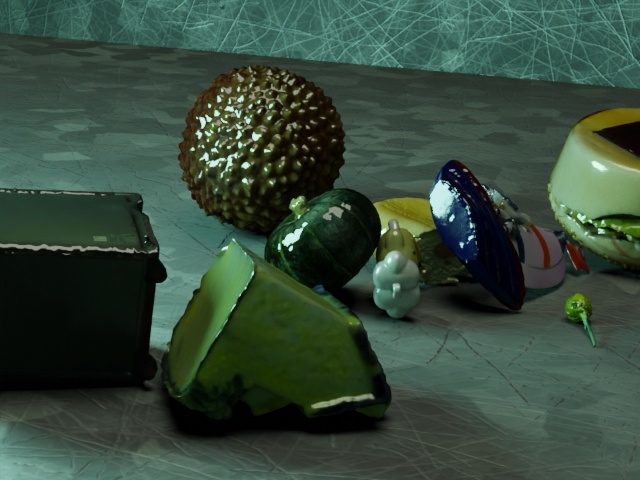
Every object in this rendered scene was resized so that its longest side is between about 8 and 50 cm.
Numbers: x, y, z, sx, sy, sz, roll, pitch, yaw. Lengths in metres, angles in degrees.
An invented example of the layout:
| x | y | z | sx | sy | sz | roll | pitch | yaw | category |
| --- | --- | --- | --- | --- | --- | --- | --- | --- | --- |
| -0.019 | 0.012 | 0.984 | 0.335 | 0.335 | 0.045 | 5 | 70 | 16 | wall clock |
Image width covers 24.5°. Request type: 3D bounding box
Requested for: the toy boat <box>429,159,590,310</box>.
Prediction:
| x | y | z | sx | sy | sz | roll | pitch | yaw | category |
| --- | --- | --- | --- | --- | --- | --- | --- | --- | --- |
| 0.264 | 0.017 | 1.998 | 0.318 | 0.072 | 0.219 | 33 | 36 | -33 | toy boat |

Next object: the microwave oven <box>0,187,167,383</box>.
| x | y | z | sx | sy | sz | roll | pitch | yaw | category |
| --- | --- | --- | --- | --- | --- | --- | --- | --- | --- |
| -0.305 | 0.057 | 1.609 | 0.247 | 0.188 | 0.178 | 3 | 20 | -16 | microwave oven |

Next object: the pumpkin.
| x | y | z | sx | sy | sz | roll | pitch | yaw | category |
| --- | --- | --- | --- | --- | --- | --- | --- | --- | --- |
| 0.002 | 0.003 | 1.917 | 0.125 | 0.167 | 0.167 | 32 | 14 | -6 | pumpkin |

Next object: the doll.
| x | y | z | sx | sy | sz | roll | pitch | yaw | category |
| --- | --- | --- | --- | --- | --- | --- | --- | --- | --- |
| 0.100 | 0.038 | 1.901 | 0.062 | 0.106 | 0.162 | -5 | 21 | 8 | doll |

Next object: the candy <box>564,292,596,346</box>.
| x | y | z | sx | sy | sz | roll | pitch | yaw | category |
| --- | --- | --- | --- | --- | --- | --- | --- | --- | --- |
| 0.333 | 0.104 | 1.851 | 0.035 | 0.035 | 0.123 | -8 | 24 | 0 | candy |

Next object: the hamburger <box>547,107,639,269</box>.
| x | y | z | sx | sy | sz | roll | pitch | yaw | category |
| --- | --- | --- | --- | --- | --- | --- | --- | --- | --- |
| 0.481 | -0.075 | 2.191 | 0.301 | 0.170 | 0.302 | 4 | 29 | -2 | hamburger |

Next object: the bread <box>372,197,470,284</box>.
| x | y | z | sx | sy | sz | roll | pitch | yaw | category |
| --- | --- | --- | --- | --- | --- | --- | --- | --- | --- |
| 0.136 | 0.001 | 2.070 | 0.134 | 0.085 | 0.173 | -15 | 23 | -28 | bread |

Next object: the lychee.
| x | y | z | sx | sy | sz | roll | pitch | yaw | category |
| --- | --- | --- | --- | --- | --- | --- | --- | --- | --- |
| -0.096 | -0.131 | 2.225 | 0.267 | 0.268 | 0.267 | 3 | 15 | -1 | lychee |

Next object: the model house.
| x | y | z | sx | sy | sz | roll | pitch | yaw | category |
| --- | --- | --- | --- | --- | --- | --- | --- | --- | --- |
| -0.039 | 0.124 | 1.565 | 0.211 | 0.170 | 0.194 | 28 | 1 | -17 | model house |
